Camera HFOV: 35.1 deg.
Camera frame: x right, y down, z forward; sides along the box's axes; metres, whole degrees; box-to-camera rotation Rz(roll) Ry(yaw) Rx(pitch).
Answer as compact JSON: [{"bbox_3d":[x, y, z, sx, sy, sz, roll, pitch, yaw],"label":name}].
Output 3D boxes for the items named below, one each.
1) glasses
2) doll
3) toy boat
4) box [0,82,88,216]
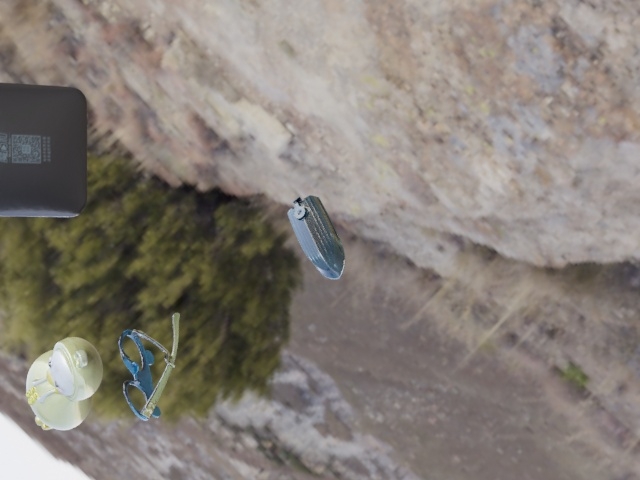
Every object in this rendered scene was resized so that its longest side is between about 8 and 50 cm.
[{"bbox_3d":[-0.381,0.259,2.244,0.102,0.207,0.239,9,-139,-25],"label":"glasses"},{"bbox_3d":[-0.440,0.240,1.725,0.296,0.117,0.141,127,128,-60],"label":"doll"},{"bbox_3d":[0.000,0.000,1.479,0.060,0.055,0.141,31,-153,-51],"label":"toy boat"},{"bbox_3d":[-0.652,-0.196,2.208,0.073,0.288,0.290,-4,87,63],"label":"box"}]
